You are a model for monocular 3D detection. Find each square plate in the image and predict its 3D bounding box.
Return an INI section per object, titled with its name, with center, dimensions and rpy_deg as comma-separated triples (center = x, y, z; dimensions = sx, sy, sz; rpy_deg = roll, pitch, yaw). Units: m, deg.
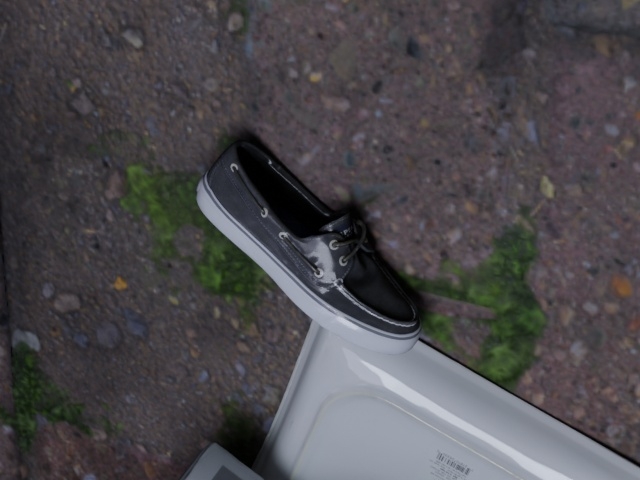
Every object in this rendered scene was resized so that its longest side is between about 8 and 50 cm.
[square plate]
center = 0.093, 0.262, 1.401
dimensions = 0.347, 0.049, 0.344
rpy_deg = 30, 126, 9

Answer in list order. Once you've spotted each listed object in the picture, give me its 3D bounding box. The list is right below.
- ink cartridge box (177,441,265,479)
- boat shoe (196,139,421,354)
[ink cartridge box]
center = -0.065, 0.391, 1.481
dimensions = 0.308, 0.091, 0.385
rpy_deg = 36, 137, 1
[boat shoe]
center = 0.000, 0.000, 1.292
dimensions = 0.228, 0.080, 0.076
rpy_deg = 42, 129, 10
